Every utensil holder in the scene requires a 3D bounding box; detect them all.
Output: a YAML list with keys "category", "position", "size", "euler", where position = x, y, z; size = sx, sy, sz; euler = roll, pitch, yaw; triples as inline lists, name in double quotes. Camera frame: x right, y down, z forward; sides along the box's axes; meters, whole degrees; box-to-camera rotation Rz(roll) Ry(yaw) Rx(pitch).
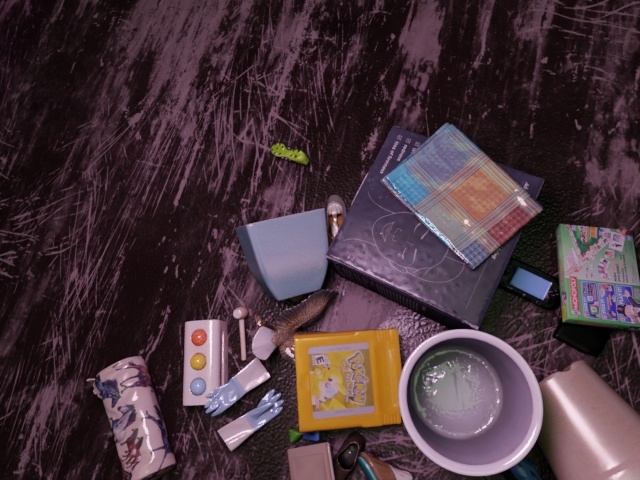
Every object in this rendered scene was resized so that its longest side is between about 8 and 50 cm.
- category: "utensil holder"
  position: [0.380, 0.423, 1.230]
  size: [0.328, 0.385, 0.327]
  euler: [-3, 74, 10]

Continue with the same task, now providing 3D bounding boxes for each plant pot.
- category: "plant pot"
  position: [-0.108, 0.050, 1.433]
  size: [0.248, 0.247, 0.252]
  euler: [-14, 93, -18]
- category: "plant pot"
  position: [0.706, 0.505, 1.199]
  size: [0.334, 0.334, 0.305]
  euler: [-31, 60, 2]

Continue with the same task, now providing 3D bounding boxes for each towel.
- category: "towel"
  position: [0.390, -0.134, 1.262]
  size: [0.271, 0.040, 0.370]
  euler: [-41, 71, -2]

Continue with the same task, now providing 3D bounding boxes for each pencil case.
- category: "pencil case"
  position: [-0.623, 0.609, 1.499]
  size: [0.184, 0.160, 0.410]
  euler: [-25, 71, -5]

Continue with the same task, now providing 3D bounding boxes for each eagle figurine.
- category: "eagle figurine"
  position: [-0.070, 0.291, 1.467]
  size: [0.299, 0.226, 0.225]
  euler: [-9, 53, 14]

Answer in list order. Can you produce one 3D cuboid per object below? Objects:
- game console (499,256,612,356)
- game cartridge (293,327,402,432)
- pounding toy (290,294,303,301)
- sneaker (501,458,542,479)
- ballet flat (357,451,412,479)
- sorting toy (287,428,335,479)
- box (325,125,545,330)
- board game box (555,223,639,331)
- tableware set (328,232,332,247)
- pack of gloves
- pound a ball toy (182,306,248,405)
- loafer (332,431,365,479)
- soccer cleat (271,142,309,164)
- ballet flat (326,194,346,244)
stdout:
- category: "game console"
  position: [0.727, 0.185, 1.407]
  size: [0.362, 0.044, 0.213]
  euler: [28, 81, 18]
- category: "game cartridge"
  position: [0.087, 0.418, 1.363]
  size: [0.324, 0.052, 0.285]
  euler: [-4, 82, -3]
- category: "pounding toy"
  position: [-0.143, 0.094, 1.594]
  size: [0.237, 0.110, 0.182]
  euler: [34, 74, -10]
- category: "sneaker"
  position: [0.567, 0.654, 1.304]
  size: [0.082, 0.069, 0.209]
  euler: [-27, 59, -30]
- category: "ballet flat"
  position: [0.238, 0.765, 1.318]
  size: [0.124, 0.116, 0.342]
  euler: [-23, 70, -17]
- category: "sorting toy"
  position: [-0.018, 0.722, 1.368]
  size: [0.196, 0.047, 0.347]
  euler: [-29, 59, 36]
- category: "box"
  position: [0.347, -0.026, 1.410]
  size: [0.472, 0.297, 0.479]
  euler: [25, 80, 18]
- category: "board game box"
  position: [0.843, 0.105, 1.366]
  size: [0.214, 0.046, 0.317]
  euler: [6, 65, 9]
- category: "tableware set"
  position: [0.000, 0.000, 1.583]
  size: [0.104, 0.024, 0.154]
  euler: [-42, 62, 44]
- category: "pack of gloves"
  position: [-0.242, 0.527, 1.449]
  size: [0.232, 0.046, 0.195]
  euler: [-34, 93, -20]
- category: "pound a ball toy"
  position: [-0.357, 0.384, 1.523]
  size: [0.208, 0.136, 0.318]
  euler: [-6, 74, 10]
- category: "loafer"
  position: [0.060, 0.694, 1.379]
  size: [0.080, 0.078, 0.219]
  euler: [25, 81, 17]
- category: "soccer cleat"
  position: [-0.119, -0.325, 1.717]
  size: [0.179, 0.072, 0.060]
  euler: [26, 81, 39]
- category: "ballet flat"
  position: [0.057, -0.073, 1.602]
  size: [0.072, 0.068, 0.213]
  euler: [-6, 73, 10]
